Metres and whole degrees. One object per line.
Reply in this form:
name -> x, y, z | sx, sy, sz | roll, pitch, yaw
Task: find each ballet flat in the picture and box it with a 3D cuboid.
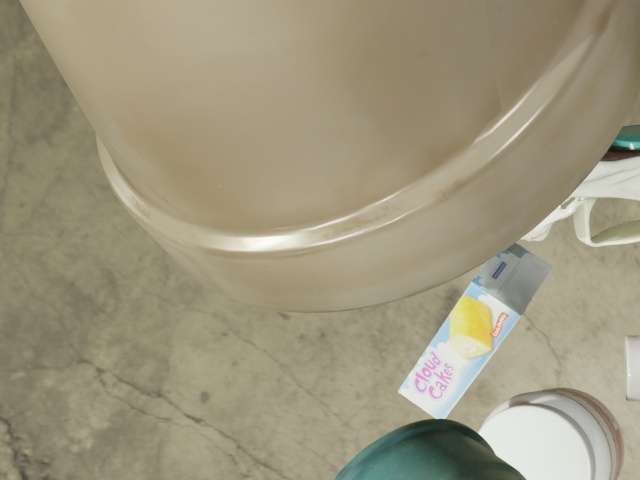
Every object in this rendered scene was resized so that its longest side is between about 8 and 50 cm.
ballet flat -> 0.251, -0.056, 1.023 | 0.400, 0.139, 0.139 | 1, 73, -19

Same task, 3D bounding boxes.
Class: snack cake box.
snack cake box -> 0.236, 0.138, 1.581 | 0.089, 0.152, 0.264 | 34, 129, 9

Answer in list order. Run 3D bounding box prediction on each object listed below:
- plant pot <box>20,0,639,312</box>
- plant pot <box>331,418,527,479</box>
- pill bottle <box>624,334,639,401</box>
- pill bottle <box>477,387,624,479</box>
plant pot -> -0.031, -0.167, 0.505 | 0.323, 0.280, 0.323 | -16, 53, 23
plant pot -> 0.190, 0.401, 1.049 | 0.334, 0.341, 0.341 | 20, 83, 50
pill bottle -> 0.488, 0.159, 1.269 | 0.215, 0.117, 0.117 | -1, 76, 14
pill bottle -> 0.388, 0.366, 1.747 | 0.224, 0.392, 0.224 | -3, 83, 21
